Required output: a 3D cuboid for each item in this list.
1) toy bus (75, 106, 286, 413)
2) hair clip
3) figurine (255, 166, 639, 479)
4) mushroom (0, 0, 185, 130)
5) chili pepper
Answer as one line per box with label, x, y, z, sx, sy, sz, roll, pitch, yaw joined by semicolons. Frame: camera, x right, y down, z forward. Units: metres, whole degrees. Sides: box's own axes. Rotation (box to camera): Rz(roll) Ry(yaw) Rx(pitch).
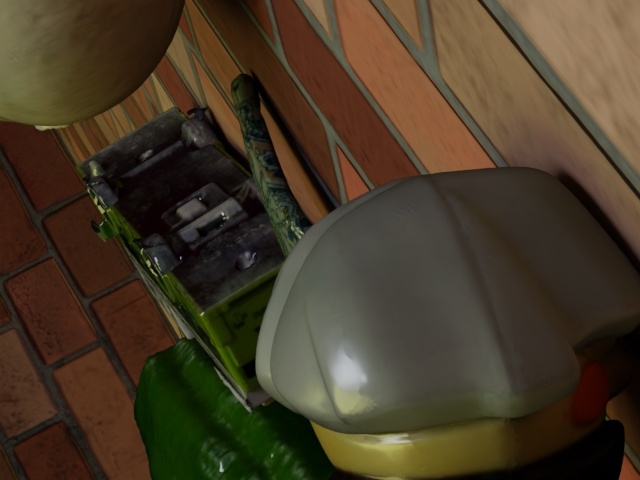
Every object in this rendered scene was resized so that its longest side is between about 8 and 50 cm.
toy bus;-0.074;0.012;1.320;0.139;0.113;0.301;62;171;-28
hair clip;-0.002;0.002;1.099;0.229;0.036;0.066;59;164;16
figurine;0.059;0.092;0.662;0.176;0.133;0.236;171;85;-78
mushroom;-0.215;-0.216;1.002;0.356;0.315;0.315;20;-153;-47
chili pepper;-0.011;0.214;1.310;0.385;0.167;0.213;47;171;50
